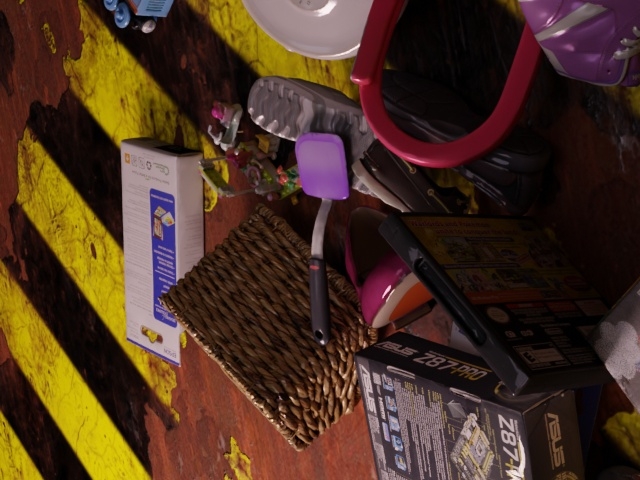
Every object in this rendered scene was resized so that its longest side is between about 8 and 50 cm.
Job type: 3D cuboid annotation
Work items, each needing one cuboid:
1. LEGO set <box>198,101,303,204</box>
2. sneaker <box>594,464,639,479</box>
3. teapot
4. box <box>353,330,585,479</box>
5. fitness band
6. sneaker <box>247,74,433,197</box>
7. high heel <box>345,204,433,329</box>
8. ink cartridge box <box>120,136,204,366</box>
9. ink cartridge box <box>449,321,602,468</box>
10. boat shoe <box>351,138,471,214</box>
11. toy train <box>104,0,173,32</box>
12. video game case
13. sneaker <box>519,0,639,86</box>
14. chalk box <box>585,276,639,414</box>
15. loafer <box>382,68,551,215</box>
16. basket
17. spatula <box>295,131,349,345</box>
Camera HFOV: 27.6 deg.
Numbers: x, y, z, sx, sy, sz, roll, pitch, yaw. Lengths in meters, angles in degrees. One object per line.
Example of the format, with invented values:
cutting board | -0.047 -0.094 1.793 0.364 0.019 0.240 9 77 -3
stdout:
LEGO set | -0.088 -0.109 1.943 0.287 0.107 0.132 27 120 45
sneaker | 0.355 0.403 1.478 0.106 0.162 0.281 -40 69 49
teapot | 0.021 -0.368 1.686 0.256 0.187 0.252 -6 122 36
box | 0.198 0.337 1.653 0.318 0.097 0.395 14 120 54
fitness band | 0.156 -0.229 1.531 0.209 0.054 0.291 19 91 12
sneaker | 0.043 -0.156 1.776 0.281 0.115 0.105 34 122 17
high heel | 0.073 0.012 1.636 0.181 0.127 0.377 61 174 9
ink cartridge box | -0.272 0.016 2.244 0.176 0.069 0.371 18 111 47
ink cartridge box | 0.249 0.180 1.646 0.224 0.045 0.223 29 121 44
boat shoe | 0.146 -0.044 1.637 0.228 0.081 0.068 39 104 -10
toy train | -0.316 -0.429 2.174 0.184 0.080 0.105 54 127 31
video game case | 0.226 0.064 1.461 0.248 0.275 0.035 52 122 29
sneaker | 0.350 -0.252 1.384 0.282 0.102 0.161 -11 109 49
chalk box | 0.407 0.078 1.354 0.132 0.132 0.213 58 137 25
loafer | 0.155 -0.126 1.640 0.302 0.109 0.095 33 128 39
basket | -0.052 0.136 1.953 0.299 0.223 0.213 42 171 34
spatula | 0.000 0.000 1.766 0.084 0.030 0.296 9 103 35
